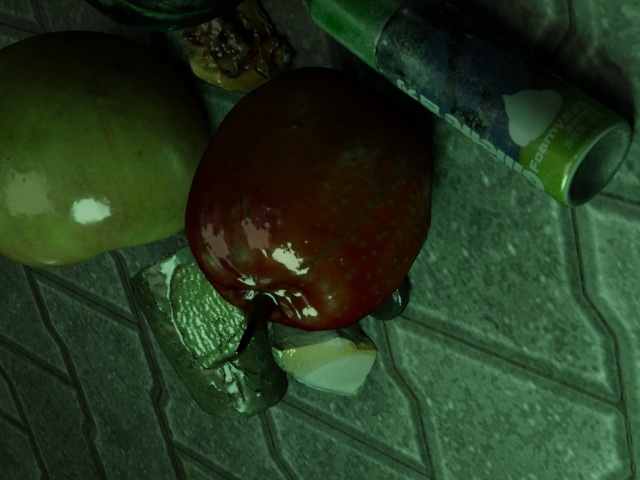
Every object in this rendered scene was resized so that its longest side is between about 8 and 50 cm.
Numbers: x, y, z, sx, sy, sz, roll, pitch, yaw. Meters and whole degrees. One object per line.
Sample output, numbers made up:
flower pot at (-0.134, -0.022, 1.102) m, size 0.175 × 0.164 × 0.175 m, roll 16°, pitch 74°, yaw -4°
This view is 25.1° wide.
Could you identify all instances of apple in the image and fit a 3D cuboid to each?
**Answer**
apple at (-0.296, -0.116, 1.775) m, size 0.319 × 0.319 × 0.277 m, roll -13°, pitch 93°, yaw 59°

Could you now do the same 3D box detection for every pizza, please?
pizza at (-0.115, -0.255, 1.606) m, size 0.154 × 0.069 × 0.194 m, roll 15°, pitch 131°, yaw 51°

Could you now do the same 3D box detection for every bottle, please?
bottle at (0.129, -0.155, 1.317) m, size 0.330 × 0.093 × 0.093 m, roll 39°, pitch 145°, yaw 29°

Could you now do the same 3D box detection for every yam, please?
yam at (-0.152, 0.108, 1.927) m, size 0.154 × 0.154 × 0.254 m, roll 3°, pitch 124°, yaw 55°

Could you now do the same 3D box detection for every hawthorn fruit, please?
hawthorn fruit at (-0.019, -0.013, 1.457) m, size 0.254 × 0.300 × 0.254 m, roll 18°, pitch 148°, yaw 11°

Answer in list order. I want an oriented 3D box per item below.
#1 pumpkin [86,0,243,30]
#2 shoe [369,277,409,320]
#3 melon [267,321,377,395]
pumpkin at (-0.172, -0.357, 1.404) m, size 0.315 × 0.238 × 0.315 m, roll 168°, pitch 90°, yaw -68°
shoe at (0.000, 0.000, 1.651) m, size 0.241 × 0.093 × 0.108 m, roll 58°, pitch 149°, yaw 4°
melon at (-0.015, 0.109, 1.761) m, size 0.093 × 0.139 × 0.202 m, roll -35°, pitch 85°, yaw 38°
